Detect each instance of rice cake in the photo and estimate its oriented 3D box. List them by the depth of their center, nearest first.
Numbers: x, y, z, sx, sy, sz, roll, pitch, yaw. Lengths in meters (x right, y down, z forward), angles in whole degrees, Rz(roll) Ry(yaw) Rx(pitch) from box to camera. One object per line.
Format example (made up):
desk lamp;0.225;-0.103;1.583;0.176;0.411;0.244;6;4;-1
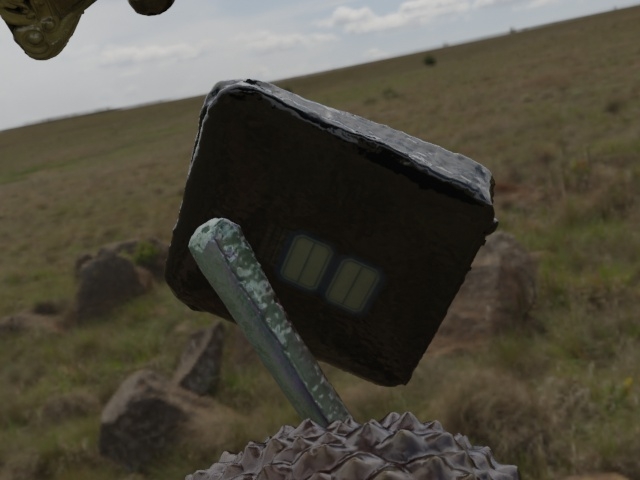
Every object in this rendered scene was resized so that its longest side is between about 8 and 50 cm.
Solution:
rice cake;-0.028;0.075;0.653;0.033;0.208;0.033;-14;24;42

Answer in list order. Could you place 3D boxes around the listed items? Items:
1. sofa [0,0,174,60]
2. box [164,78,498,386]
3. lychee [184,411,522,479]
sofa;-0.191;-0.293;0.654;0.182;0.258;0.200;-26;-25;-13
box;0.000;0.000;1.082;0.350;0.359;0.091;23;40;2
lychee;0.020;0.210;0.484;0.267;0.268;0.267;-11;9;2
